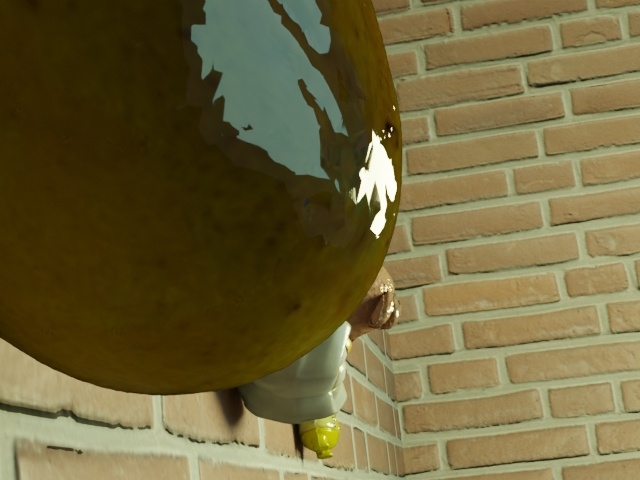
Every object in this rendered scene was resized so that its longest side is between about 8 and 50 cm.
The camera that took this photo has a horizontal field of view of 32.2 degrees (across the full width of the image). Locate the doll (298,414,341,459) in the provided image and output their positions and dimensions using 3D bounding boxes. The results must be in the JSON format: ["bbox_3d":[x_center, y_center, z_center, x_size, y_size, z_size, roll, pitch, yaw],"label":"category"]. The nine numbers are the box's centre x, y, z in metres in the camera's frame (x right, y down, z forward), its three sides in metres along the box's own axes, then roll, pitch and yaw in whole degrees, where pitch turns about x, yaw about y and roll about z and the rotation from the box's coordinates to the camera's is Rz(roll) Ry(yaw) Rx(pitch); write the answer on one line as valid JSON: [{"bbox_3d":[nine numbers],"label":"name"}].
[{"bbox_3d":[-0.003,0.223,1.566,0.106,0.062,0.163,77,7,-60],"label":"doll"}]

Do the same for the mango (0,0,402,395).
[{"bbox_3d":[-0.113,-0.117,0.575,0.301,0.220,0.445,-51,126,-30],"label":"mango"}]

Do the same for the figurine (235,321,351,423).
[{"bbox_3d":[-0.033,0.104,1.253,0.236,0.133,0.176,-95,-176,-54],"label":"figurine"}]

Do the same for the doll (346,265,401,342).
[{"bbox_3d":[0.000,0.000,1.584,0.156,0.201,0.303,-4,78,-45],"label":"doll"}]
